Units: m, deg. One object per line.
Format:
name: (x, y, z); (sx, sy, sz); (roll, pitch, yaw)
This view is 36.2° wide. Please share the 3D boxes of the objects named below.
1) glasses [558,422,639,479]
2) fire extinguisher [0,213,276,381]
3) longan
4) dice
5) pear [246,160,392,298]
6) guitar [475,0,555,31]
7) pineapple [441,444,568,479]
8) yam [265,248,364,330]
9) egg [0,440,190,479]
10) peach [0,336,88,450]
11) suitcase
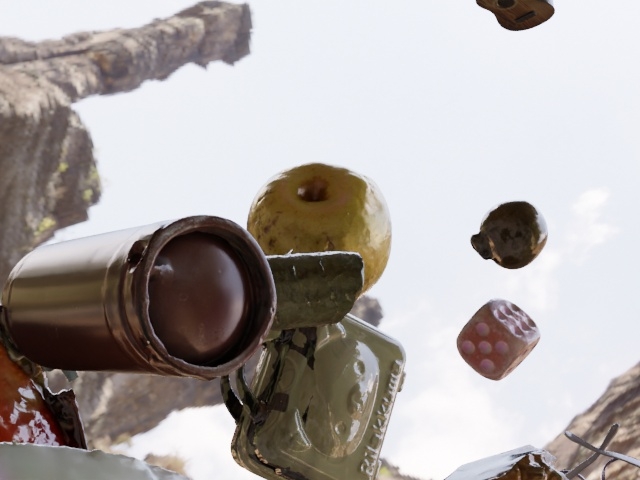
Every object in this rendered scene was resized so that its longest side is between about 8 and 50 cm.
glasses: (0.307, 0.254, 1.087); (0.139, 0.063, 0.104); (-14, -40, 4)
fire extinguisher: (-0.143, 0.047, 0.651); (0.269, 0.104, 0.105); (-8, -80, 51)
longan: (0.288, -0.007, 1.494); (0.106, 0.119, 0.106); (161, -90, -85)
dice: (0.266, 0.148, 1.472); (0.094, 0.093, 0.091); (44, -58, 18)
pear: (0.000, 0.000, 1.113); (0.178, 0.178, 0.178); (14, -67, 35)
guitar: (0.215, -0.351, 1.327); (0.083, 0.271, 0.038); (-22, -117, 43)
pineapple: (0.180, 0.293, 0.717); (0.130, 0.119, 0.277); (-24, -95, 17)
yam: (-0.038, 0.043, 0.826); (0.069, 0.146, 0.070); (177, -90, -75)
egg: (-0.125, 0.254, 0.373); (0.201, 0.337, 0.337); (57, -42, 49)
peach: (-0.391, 0.258, 0.902); (0.339, 0.353, 0.417); (-11, -121, 30)
suitcase: (-0.021, 0.289, 1.821); (0.339, 0.352, 0.194); (30, -27, -24)
